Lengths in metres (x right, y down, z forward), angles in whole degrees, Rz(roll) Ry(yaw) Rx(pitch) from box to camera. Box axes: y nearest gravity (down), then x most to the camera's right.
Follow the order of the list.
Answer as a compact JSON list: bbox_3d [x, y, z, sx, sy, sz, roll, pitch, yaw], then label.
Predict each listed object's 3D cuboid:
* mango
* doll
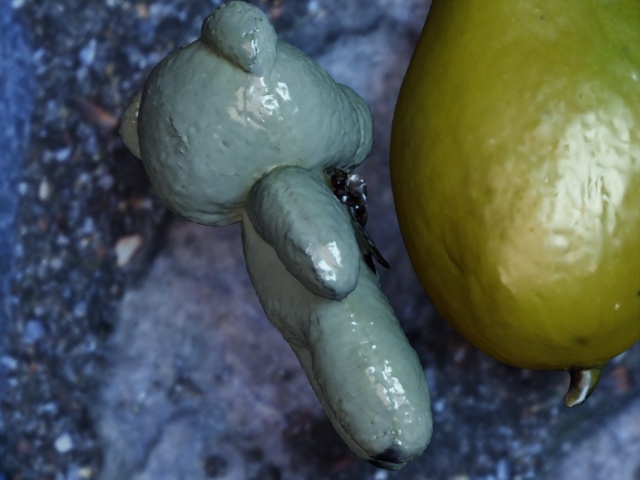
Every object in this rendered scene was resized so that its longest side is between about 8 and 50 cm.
[{"bbox_3d":[0.129,-0.061,0.866,0.176,0.119,0.317,-2,85,11],"label":"mango"},{"bbox_3d":[0.000,0.001,0.859,0.175,0.149,0.278,-36,77,50],"label":"doll"}]
